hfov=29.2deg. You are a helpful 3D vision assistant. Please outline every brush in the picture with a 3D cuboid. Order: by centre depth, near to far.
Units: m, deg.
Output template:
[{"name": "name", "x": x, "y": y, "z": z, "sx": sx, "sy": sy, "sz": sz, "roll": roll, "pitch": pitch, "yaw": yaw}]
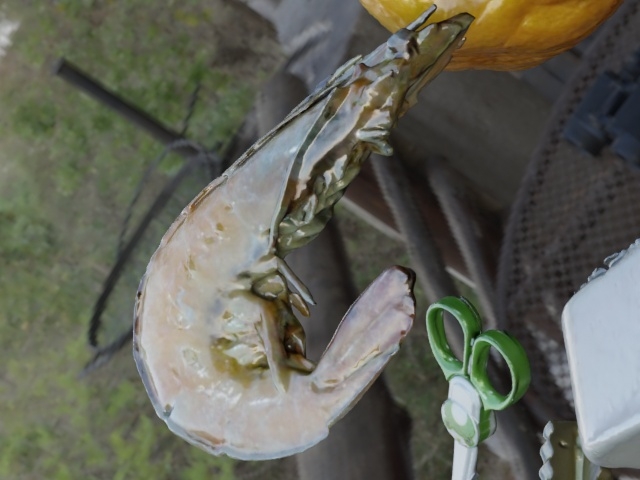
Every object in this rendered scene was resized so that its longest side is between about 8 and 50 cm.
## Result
[{"name": "brush", "x": 0.274, "y": 0.337, "z": 1.316, "sx": 0.084, "sy": 0.071, "sz": 0.301, "roll": -5, "pitch": 62, "yaw": 24}]

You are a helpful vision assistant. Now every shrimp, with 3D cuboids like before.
[{"name": "shrimp", "x": 0.001, "y": 0.000, "z": 0.591, "sx": 0.143, "sy": 0.052, "sz": 0.251, "roll": 49, "pitch": 113, "yaw": 29}]

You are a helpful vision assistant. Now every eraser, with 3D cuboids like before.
[{"name": "eraser", "x": 0.360, "y": 0.055, "z": 0.915, "sx": 0.331, "sy": 0.331, "sz": 0.150, "roll": -39, "pitch": 44, "yaw": 46}]

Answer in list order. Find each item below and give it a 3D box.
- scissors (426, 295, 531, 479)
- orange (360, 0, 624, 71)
[{"name": "scissors", "x": 0.119, "y": 0.138, "z": 0.983, "sx": 0.101, "sy": 0.027, "sz": 0.204, "roll": 42, "pitch": 144, "yaw": 39}, {"name": "orange", "x": 0.080, "y": -0.219, "z": 0.635, "sx": 0.249, "sy": 0.183, "sz": 0.249, "roll": -159, "pitch": 90, "yaw": -75}]
